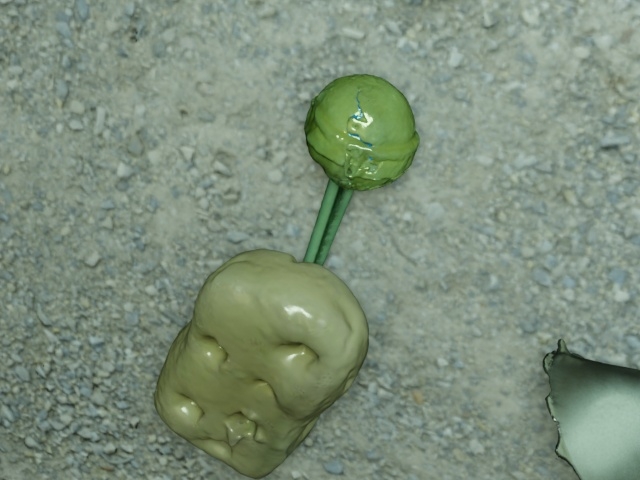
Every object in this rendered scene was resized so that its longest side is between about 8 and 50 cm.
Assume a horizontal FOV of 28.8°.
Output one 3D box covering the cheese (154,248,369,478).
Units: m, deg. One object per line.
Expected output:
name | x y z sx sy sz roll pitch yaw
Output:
cheese | -0.057 0.114 1.131 0.159 0.093 0.263 33 136 2

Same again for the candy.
candy | 0.000 0.000 1.105 0.093 0.092 0.336 5 130 -21

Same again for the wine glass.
wine glass | 0.312 0.117 0.992 0.232 0.156 0.156 -27 101 25
